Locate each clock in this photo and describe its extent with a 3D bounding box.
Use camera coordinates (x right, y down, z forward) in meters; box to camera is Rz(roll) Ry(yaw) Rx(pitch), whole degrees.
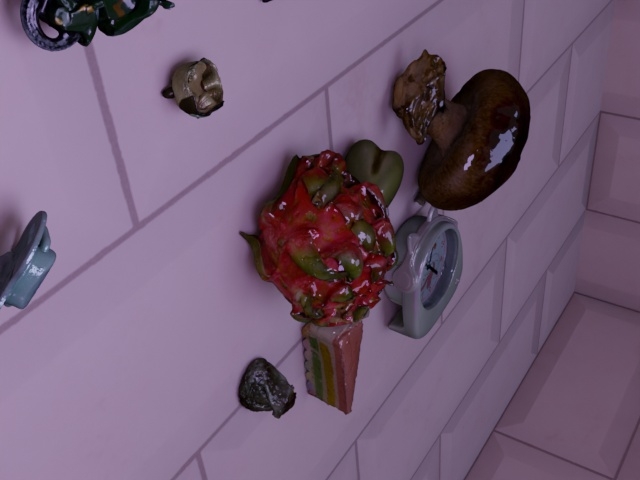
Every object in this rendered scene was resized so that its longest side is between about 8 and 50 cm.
[{"bbox_3d":[0.253,0.060,1.955,0.265,0.108,0.324,-48,143,-34],"label":"clock"}]

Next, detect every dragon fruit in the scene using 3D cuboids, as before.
[{"bbox_3d":[0.011,-0.001,1.372,0.231,0.237,0.303,15,72,-59],"label":"dragon fruit"}]

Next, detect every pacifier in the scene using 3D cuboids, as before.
[{"bbox_3d":[-0.368,0.018,0.890,0.116,0.127,0.150,29,111,-24],"label":"pacifier"}]

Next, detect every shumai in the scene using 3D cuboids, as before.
[{"bbox_3d":[-0.094,0.288,1.503,0.099,0.087,0.124,-60,148,-17],"label":"shumai"}]

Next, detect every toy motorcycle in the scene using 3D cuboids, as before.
[{"bbox_3d":[-0.240,-0.345,0.864,0.187,0.124,0.275,-13,117,-47],"label":"toy motorcycle"}]

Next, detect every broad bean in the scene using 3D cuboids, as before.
[{"bbox_3d":[0.081,-0.065,1.558,0.189,0.121,0.263,-72,179,-83],"label":"broad bean"}]

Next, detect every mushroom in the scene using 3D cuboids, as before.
[{"bbox_3d":[0.298,-0.232,1.790,0.334,0.356,0.331,-148,-116,-78],"label":"mushroom"}]

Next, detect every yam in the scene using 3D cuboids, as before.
[{"bbox_3d":[0.277,-0.144,1.961,0.145,0.032,0.032,-56,148,-28],"label":"yam"}]

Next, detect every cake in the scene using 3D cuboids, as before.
[{"bbox_3d":[0.016,0.260,1.654,0.090,0.109,0.225,-22,124,-55],"label":"cake"}]

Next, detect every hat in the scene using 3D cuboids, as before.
[{"bbox_3d":[-0.178,-0.212,1.107,0.077,0.059,0.076,-44,125,-49],"label":"hat"}]

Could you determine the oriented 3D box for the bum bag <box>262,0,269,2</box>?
[{"bbox_3d":[-0.049,-0.414,1.239,0.124,0.034,0.058,-44,154,-40],"label":"bum bag"}]
